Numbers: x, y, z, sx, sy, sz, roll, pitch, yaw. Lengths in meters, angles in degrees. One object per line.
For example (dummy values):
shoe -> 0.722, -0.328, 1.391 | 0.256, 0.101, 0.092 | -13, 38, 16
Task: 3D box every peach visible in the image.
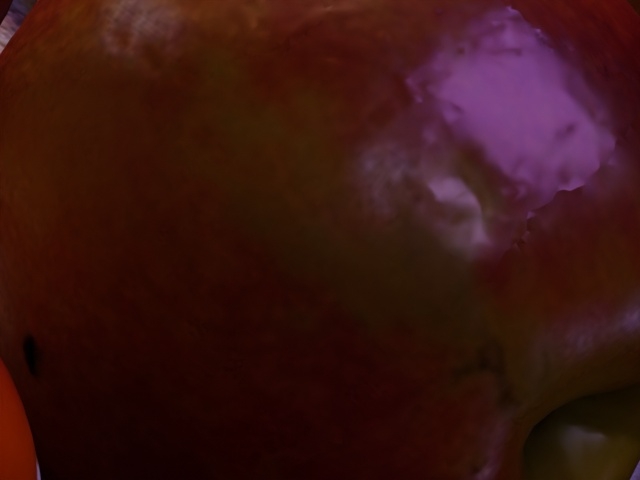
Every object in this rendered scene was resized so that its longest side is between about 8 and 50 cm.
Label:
peach -> 0.000, 0.000, 0.772 | 0.388, 0.388, 0.388 | 37, 27, -23

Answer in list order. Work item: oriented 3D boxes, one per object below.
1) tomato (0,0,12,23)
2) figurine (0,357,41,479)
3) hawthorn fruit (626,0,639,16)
tomato -> -0.269, -0.204, 0.932 | 0.228, 0.101, 0.228 | 34, 31, -24
figurine -> -0.193, 0.116, 0.471 | 0.320, 0.196, 0.323 | 32, 40, -33
hawthorn fruit -> 0.116, -0.342, 1.355 | 0.471, 0.472, 0.472 | 37, 27, -23
